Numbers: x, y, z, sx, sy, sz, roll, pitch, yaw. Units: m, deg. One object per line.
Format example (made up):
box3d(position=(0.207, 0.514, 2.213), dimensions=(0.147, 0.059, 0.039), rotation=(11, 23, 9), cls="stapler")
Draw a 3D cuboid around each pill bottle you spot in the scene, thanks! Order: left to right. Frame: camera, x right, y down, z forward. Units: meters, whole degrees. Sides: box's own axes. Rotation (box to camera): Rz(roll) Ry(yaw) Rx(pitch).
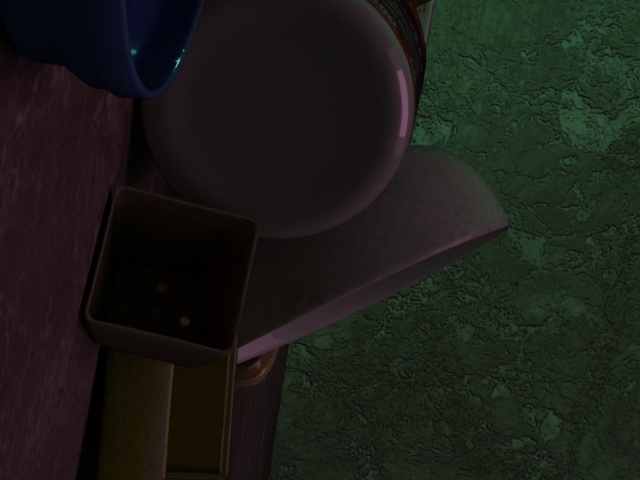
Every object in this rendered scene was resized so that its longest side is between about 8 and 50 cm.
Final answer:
box3d(position=(-0.018, -0.144, 1.500), dimensions=(0.363, 0.210, 0.210), rotation=(-70, 169, -73), cls="pill bottle")

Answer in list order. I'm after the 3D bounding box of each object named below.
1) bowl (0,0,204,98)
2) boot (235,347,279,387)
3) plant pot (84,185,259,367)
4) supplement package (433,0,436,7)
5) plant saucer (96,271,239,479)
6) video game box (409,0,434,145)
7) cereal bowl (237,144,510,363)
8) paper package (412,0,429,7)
box3d(position=(-0.095, -0.272, 0.948), dimensions=(0.391, 0.077, 0.391), rotation=(10, 90, -87), cls="bowl")
box3d(position=(-0.077, 0.003, 1.898), dimensions=(0.203, 0.095, 0.262), rotation=(95, 3, -57), cls="boot")
box3d(position=(-0.115, 0.038, 1.328), dimensions=(0.096, 0.109, 0.109), rotation=(118, -16, -64), cls="plant pot")
box3d(position=(0.041, -0.359, 1.962), dimensions=(0.145, 0.204, 0.262), rotation=(-73, 173, -63), cls="supplement package")
box3d(position=(-0.114, 0.129, 1.447), dimensions=(0.188, 0.045, 0.188), rotation=(23, 70, -70), cls="plant saucer")
box3d(position=(0.003, -0.170, 1.836), dimensions=(0.048, 0.205, 0.187), rotation=(85, 14, -71), cls="video game box")
box3d(position=(0.000, 0.000, 1.708), dimensions=(0.141, 0.339, 0.339), rotation=(64, 1, 5), cls="cereal bowl")
box3d(position=(0.101, -0.437, 1.638), dimensions=(0.325, 0.168, 0.309), rotation=(50, 43, -32), cls="paper package")
